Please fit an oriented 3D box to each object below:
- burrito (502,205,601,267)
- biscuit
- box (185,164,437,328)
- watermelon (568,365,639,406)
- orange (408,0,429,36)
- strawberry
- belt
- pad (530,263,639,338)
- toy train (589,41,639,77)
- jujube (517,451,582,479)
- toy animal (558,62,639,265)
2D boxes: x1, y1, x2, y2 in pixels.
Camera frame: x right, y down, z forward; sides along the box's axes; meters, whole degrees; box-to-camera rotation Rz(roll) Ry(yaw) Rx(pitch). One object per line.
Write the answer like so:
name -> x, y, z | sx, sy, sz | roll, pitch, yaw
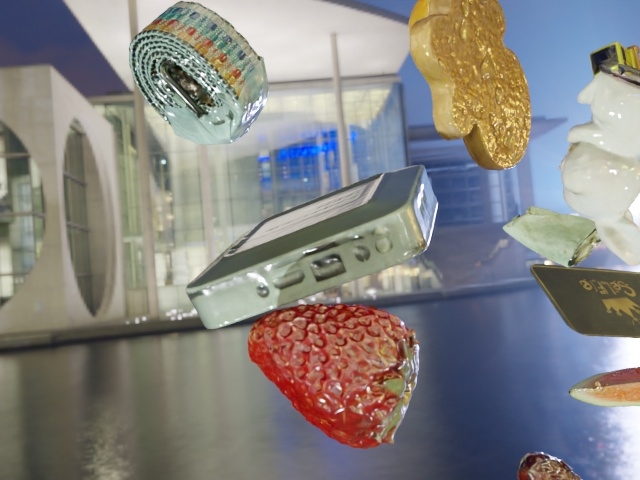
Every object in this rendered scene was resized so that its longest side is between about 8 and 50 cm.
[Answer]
burrito -> 0.305, -0.011, 0.971 | 0.118, 0.044, 0.074 | 27, 63, 39
biscuit -> 0.253, -0.263, 1.196 | 0.052, 0.275, 0.355 | 1, -28, 40
box -> 0.000, -0.001, 1.268 | 0.396, 0.111, 0.396 | -21, 10, 16
watermelon -> 0.497, 0.211, 1.092 | 0.245, 0.063, 0.119 | -7, -18, 17
orange -> 0.343, -0.569, 1.947 | 0.219, 0.219, 0.193 | -7, -9, 36
strawberry -> 0.012, 0.170, 1.031 | 0.244, 0.205, 0.205 | 17, 4, 18
belt -> -0.217, -0.292, 1.325 | 0.207, 0.257, 0.150 | -20, 30, 47
pad -> 0.670, 0.096, 1.662 | 0.375, 0.063, 0.315 | 5, 34, -19
toy train -> 0.610, -0.311, 1.487 | 0.127, 0.219, 0.089 | 17, -26, -42
jujube -> 0.484, 0.512, 1.538 | 0.166, 0.104, 0.104 | 38, -13, -9
toy animal -> 0.206, -0.056, 0.515 | 0.085, 0.124, 0.071 | 22, 23, 8
